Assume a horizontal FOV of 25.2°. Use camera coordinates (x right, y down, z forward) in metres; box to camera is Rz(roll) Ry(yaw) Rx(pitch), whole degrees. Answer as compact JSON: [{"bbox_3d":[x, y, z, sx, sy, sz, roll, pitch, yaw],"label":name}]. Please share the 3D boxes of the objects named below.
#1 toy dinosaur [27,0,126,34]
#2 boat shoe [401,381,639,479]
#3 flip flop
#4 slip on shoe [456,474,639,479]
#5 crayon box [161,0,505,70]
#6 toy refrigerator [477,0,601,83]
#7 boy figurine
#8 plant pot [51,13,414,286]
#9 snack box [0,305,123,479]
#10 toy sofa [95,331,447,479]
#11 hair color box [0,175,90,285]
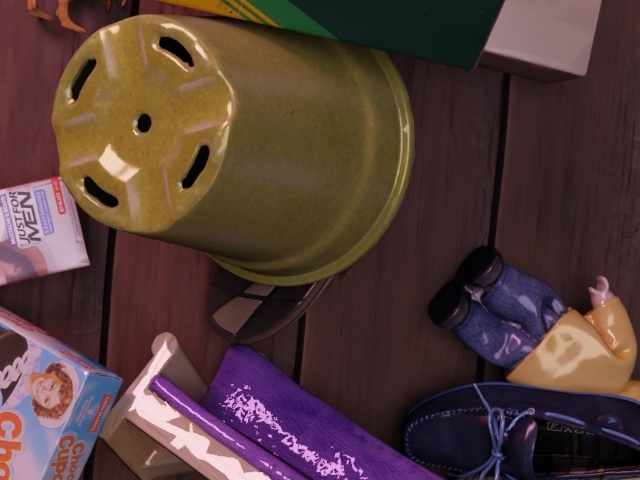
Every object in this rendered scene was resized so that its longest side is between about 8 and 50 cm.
[{"bbox_3d":[-0.249,-0.265,1.374,0.211,0.064,0.112,10,103,-46],"label":"toy dinosaur"},{"bbox_3d":[0.207,0.192,1.423,0.258,0.089,0.109,-7,111,10],"label":"boat shoe"},{"bbox_3d":[0.000,0.000,1.439,0.277,0.112,0.080,-50,145,-12],"label":"flip flop"},{"bbox_3d":[0.298,0.284,1.501,0.331,0.123,0.101,4,97,-16],"label":"slip on shoe"},{"bbox_3d":[-0.007,-0.333,1.307,0.313,0.363,0.106,10,134,-11],"label":"crayon box"},{"bbox_3d":[0.137,-0.238,1.453,0.269,0.102,0.094,12,89,-12],"label":"toy refrigerator"},{"bbox_3d":[0.258,0.120,1.493,0.285,0.092,0.177,36,93,-12],"label":"boy figurine"},{"bbox_3d":[-0.093,-0.093,1.270,0.276,0.254,0.276,0,90,28],"label":"plant pot"},{"bbox_3d":[-0.326,0.231,1.322,0.187,0.060,0.322,25,91,31],"label":"snack box"},{"bbox_3d":[-0.012,0.221,1.319,0.362,0.150,0.177,32,75,23],"label":"toy sofa"},{"bbox_3d":[-0.316,-0.002,1.387,0.167,0.053,0.093,-14,96,-10],"label":"hair color box"}]
